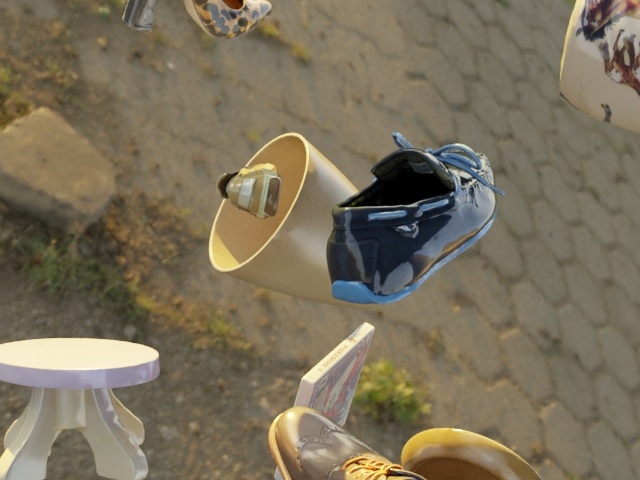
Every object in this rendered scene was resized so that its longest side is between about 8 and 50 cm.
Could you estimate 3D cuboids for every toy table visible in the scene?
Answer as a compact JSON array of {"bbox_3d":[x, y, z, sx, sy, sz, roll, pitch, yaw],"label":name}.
[{"bbox_3d":[-0.334,0.228,1.526,0.252,0.274,0.161,-8,99,-43],"label":"toy table"}]

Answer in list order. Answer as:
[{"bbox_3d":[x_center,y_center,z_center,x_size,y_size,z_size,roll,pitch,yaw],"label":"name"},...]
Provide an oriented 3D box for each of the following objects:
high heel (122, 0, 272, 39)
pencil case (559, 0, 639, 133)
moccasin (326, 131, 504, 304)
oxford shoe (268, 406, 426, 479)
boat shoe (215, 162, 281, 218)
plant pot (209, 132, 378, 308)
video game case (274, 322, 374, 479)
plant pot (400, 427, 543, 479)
[{"bbox_3d":[-0.141,-0.377,1.567,0.261,0.186,0.093,-10,45,-44],"label":"high heel"},{"bbox_3d":[0.451,-0.179,1.222,0.410,0.183,0.160,20,31,18],"label":"pencil case"},{"bbox_3d":[0.113,-0.046,1.216,0.342,0.138,0.117,-46,131,-58],"label":"moccasin"},{"bbox_3d":[0.071,0.301,1.376,0.130,0.132,0.364,-27,49,-33],"label":"oxford shoe"},{"bbox_3d":[-0.089,-0.064,1.358,0.072,0.190,0.068,9,89,-6],"label":"boat shoe"},{"bbox_3d":[0.000,0.000,1.892,0.274,0.256,0.256,32,41,-27],"label":"plant pot"},{"bbox_3d":[0.007,0.241,1.680,0.023,0.201,0.183,28,35,20],"label":"video game case"},{"bbox_3d":[0.212,0.360,1.577,0.236,0.236,0.032,50,46,-10],"label":"plant pot"}]
